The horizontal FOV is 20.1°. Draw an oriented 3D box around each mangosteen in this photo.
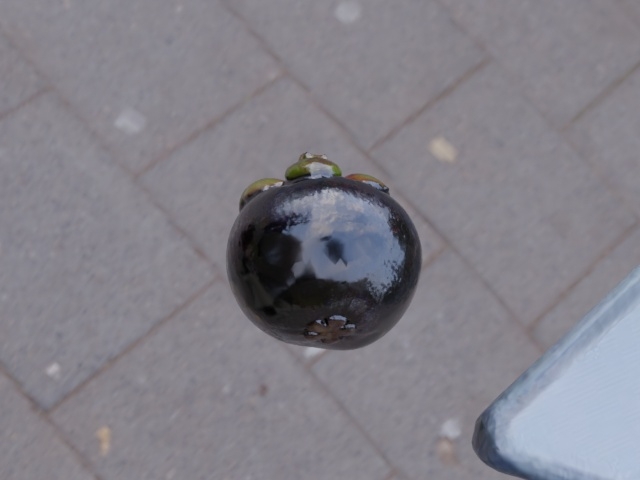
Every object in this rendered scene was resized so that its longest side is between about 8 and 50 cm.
[{"bbox_3d":[0.000,0.000,1.258,0.137,0.137,0.151,9,50,-24],"label":"mangosteen"}]

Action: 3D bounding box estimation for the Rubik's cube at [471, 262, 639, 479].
[{"bbox_3d":[0.209,0.022,0.557,0.229,0.228,0.233,52,38,-32],"label":"Rubik's cube"}]
